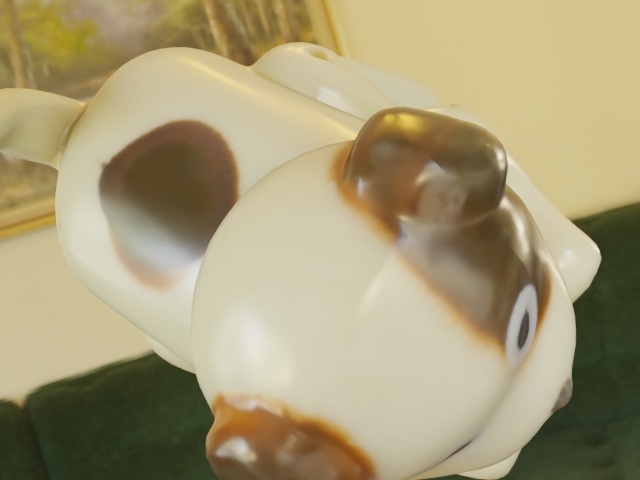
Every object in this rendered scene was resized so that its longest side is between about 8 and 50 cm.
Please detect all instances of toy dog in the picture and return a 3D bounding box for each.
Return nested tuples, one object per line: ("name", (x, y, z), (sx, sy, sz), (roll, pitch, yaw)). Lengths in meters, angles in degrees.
("toy dog", (0.000, 0.000, 0.780), (0.284, 0.395, 0.408), (-55, 27, 1))
